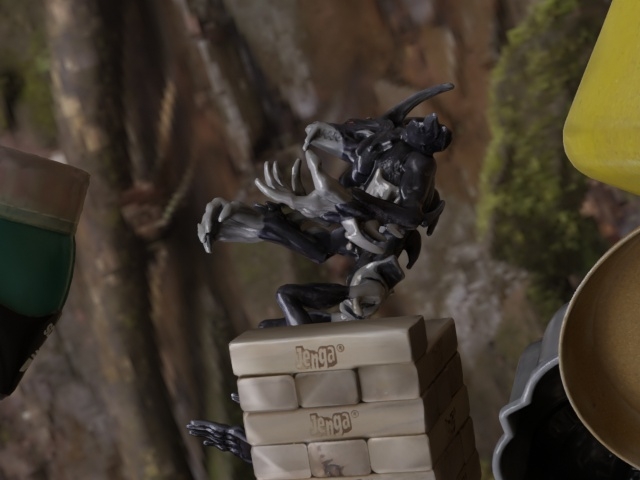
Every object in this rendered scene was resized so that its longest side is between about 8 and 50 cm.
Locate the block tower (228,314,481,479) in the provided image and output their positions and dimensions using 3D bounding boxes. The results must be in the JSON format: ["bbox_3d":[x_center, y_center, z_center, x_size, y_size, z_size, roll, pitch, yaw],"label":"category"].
[{"bbox_3d":[0.038,0.197,0.831,0.091,0.097,0.335,-7,99,17],"label":"block tower"}]

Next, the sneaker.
[{"bbox_3d":[-0.250,-0.003,0.714,0.108,0.302,0.121,-179,100,-69],"label":"sneaker"}]

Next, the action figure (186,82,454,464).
[{"bbox_3d":[0.000,0.000,1.101,0.141,0.275,0.164,25,151,-11],"label":"action figure"}]

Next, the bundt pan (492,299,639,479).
[{"bbox_3d":[0.310,0.146,1.447,0.124,0.331,0.331,-83,-3,-50],"label":"bundt pan"}]

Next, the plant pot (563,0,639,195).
[{"bbox_3d":[0.223,-0.079,0.461,0.187,0.212,0.212,-149,79,-78],"label":"plant pot"}]

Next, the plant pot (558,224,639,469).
[{"bbox_3d":[0.258,0.057,0.991,0.032,0.236,0.236,-79,-7,-50],"label":"plant pot"}]
